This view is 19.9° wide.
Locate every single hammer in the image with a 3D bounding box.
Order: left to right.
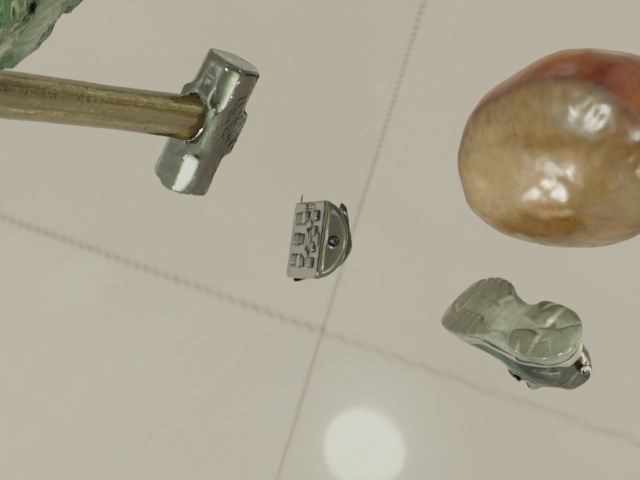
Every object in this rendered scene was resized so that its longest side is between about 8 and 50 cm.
[{"bbox_3d":[-0.184,-0.096,1.285,0.043,0.365,0.111,36,109,32],"label":"hammer"}]

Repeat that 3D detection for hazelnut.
[{"bbox_3d":[0.232,-0.087,1.633,0.214,0.214,0.176,-10,111,15],"label":"hazelnut"}]

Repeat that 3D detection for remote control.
[{"bbox_3d":[0.000,0.000,0.682,0.016,0.091,0.034,9,89,-7],"label":"remote control"}]

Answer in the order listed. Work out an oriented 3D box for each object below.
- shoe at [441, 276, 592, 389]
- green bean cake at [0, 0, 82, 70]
[{"bbox_3d":[0.184,0.096,1.638,0.071,0.169,0.099,-48,125,-17],"label":"shoe"},{"bbox_3d":[-0.243,-0.187,0.772,0.308,0.300,0.169,47,150,-5],"label":"green bean cake"}]
